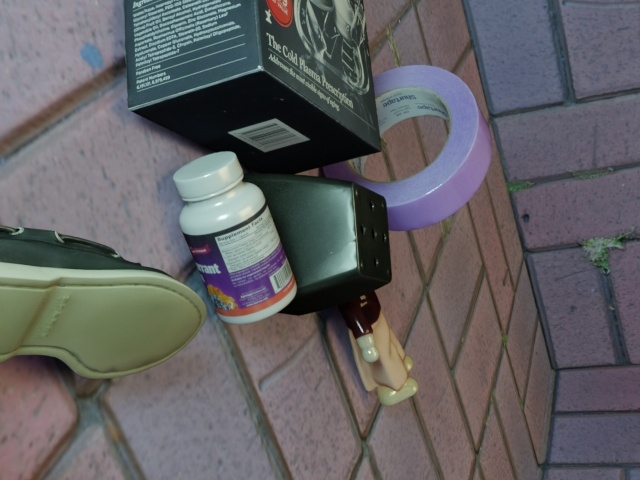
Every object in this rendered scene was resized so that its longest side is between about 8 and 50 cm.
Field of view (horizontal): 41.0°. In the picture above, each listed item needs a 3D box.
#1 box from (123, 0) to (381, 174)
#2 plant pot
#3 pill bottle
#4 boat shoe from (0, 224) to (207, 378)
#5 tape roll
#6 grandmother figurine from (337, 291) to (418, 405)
[{"bbox_3d":[-0.079,-0.279,1.084,0.343,0.179,0.312,20,60,-63],"label":"box"},{"bbox_3d":[0.000,0.000,1.208,0.187,0.167,0.188,18,65,-64],"label":"plant pot"},{"bbox_3d":[-0.107,-0.005,1.043,0.108,0.108,0.193,-57,133,-55],"label":"pill bottle"},{"bbox_3d":[-0.235,0.045,0.755,0.113,0.127,0.340,45,19,27],"label":"boat shoe"},{"bbox_3d":[0.142,-0.156,1.431,0.090,0.275,0.275,45,44,-53],"label":"tape roll"},{"bbox_3d":[0.066,0.121,1.411,0.208,0.104,0.342,-111,175,-60],"label":"grandmother figurine"}]
